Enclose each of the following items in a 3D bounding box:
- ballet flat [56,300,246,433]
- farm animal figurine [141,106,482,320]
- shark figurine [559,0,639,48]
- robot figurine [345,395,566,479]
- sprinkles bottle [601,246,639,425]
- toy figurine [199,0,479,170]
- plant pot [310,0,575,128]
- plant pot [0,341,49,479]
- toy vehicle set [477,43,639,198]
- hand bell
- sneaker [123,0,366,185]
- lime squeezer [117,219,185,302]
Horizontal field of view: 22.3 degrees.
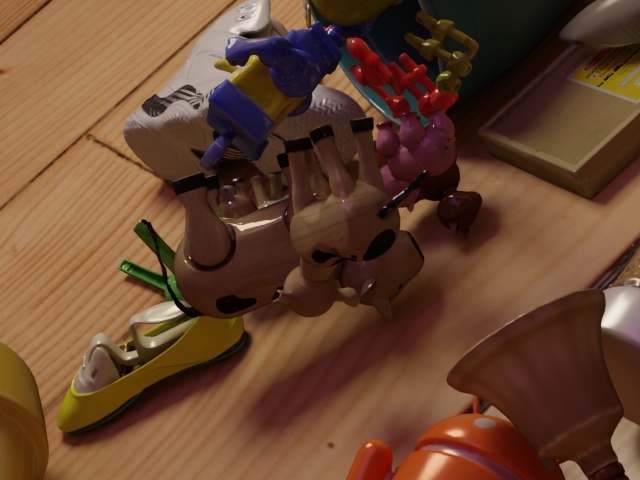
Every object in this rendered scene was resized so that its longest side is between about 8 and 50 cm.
[{"bbox_3d":[-0.185,0.114,1.627,0.231,0.077,0.077,-27,33,15],"label":"ballet flat"},{"bbox_3d":[0.000,0.000,1.472,0.327,0.172,0.330,-14,-1,22],"label":"farm animal figurine"},{"bbox_3d":[0.357,-0.285,1.527,0.278,0.116,0.166,-43,33,-8],"label":"shark figurine"},{"bbox_3d":[0.095,0.215,1.167,0.158,0.128,0.219,4,49,46],"label":"robot figurine"},{"bbox_3d":[0.330,-0.017,1.255,0.121,0.121,0.355,8,52,49],"label":"sprinkles bottle"},{"bbox_3d":[-0.015,-0.129,1.487,0.217,0.191,0.362,-42,0,-8],"label":"toy figurine"},{"bbox_3d":[0.148,-0.292,1.686,0.255,0.271,0.272,-30,29,-17],"label":"plant pot"},{"bbox_3d":[-0.367,0.246,1.494,0.254,0.254,0.239,-31,47,9],"label":"plant pot"},{"bbox_3d":[0.297,-0.159,1.559,0.267,0.035,0.166,-42,31,-9],"label":"toy vehicle set"},{"bbox_3d":[0.196,0.167,1.090,0.126,0.126,0.242,-31,70,8],"label":"hand bell"},{"bbox_3d":[-0.058,-0.177,1.831,0.366,0.137,0.210,-1,48,48],"label":"sneaker"},{"bbox_3d":[-0.157,0.042,1.685,0.310,0.110,0.059,145,143,-78],"label":"lime squeezer"}]
